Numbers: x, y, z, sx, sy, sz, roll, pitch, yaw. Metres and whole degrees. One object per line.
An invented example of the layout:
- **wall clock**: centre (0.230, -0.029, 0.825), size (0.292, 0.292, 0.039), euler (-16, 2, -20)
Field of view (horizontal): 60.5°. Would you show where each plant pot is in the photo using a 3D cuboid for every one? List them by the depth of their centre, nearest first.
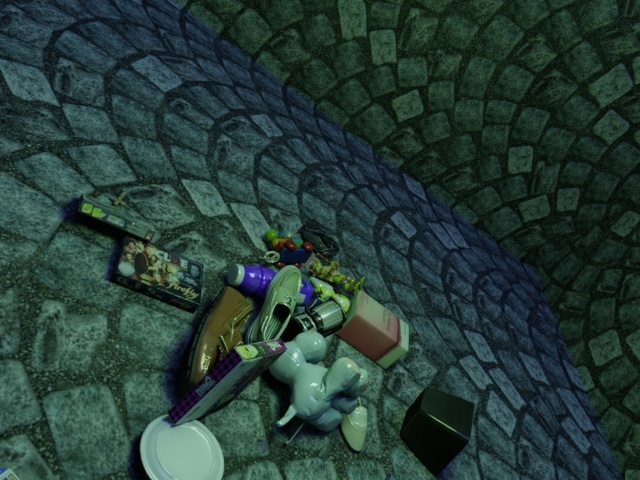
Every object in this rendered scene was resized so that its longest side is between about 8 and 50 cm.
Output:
- **plant pot**: centre (0.363, 0.588, 1.752), size (0.167, 0.188, 0.187), euler (32, 28, 7)

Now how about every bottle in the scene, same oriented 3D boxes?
- **bottle**: centre (-0.160, 0.139, 1.751), size (0.282, 0.092, 0.118), euler (19, 8, -38)

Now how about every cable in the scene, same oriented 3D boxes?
- **cable**: centre (0.000, 0.000, 2.199), size (0.184, 0.047, 0.150), euler (37, 20, 9)

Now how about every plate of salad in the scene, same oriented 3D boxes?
- **plate of salad**: centre (-0.301, 0.469, 1.191), size (0.199, 0.048, 0.200), euler (32, 27, -18)

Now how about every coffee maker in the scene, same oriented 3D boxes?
- **coffee maker**: centre (-0.025, 0.277, 1.716), size (0.178, 0.171, 0.120), euler (-21, 45, -37)

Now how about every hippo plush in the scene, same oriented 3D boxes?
- **hippo plush**: centre (-0.038, 0.391, 1.529), size (0.294, 0.234, 0.236), euler (-32, 50, -19)

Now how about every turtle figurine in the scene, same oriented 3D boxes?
- **turtle figurine**: centre (0.043, 0.130, 2.024), size (0.217, 0.087, 0.269), euler (26, 7, 15)

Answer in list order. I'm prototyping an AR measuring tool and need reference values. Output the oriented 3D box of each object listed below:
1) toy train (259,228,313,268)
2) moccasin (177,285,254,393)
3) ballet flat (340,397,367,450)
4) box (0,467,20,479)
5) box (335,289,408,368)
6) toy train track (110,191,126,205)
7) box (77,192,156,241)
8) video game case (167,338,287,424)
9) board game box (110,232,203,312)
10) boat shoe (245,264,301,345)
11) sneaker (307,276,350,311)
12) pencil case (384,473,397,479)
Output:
- **toy train**: centre (-0.154, 0.015, 1.941), size (0.248, 0.105, 0.143), euler (5, 36, -48)
- **moccasin**: centre (-0.261, 0.267, 1.441), size (0.147, 0.139, 0.380), euler (30, 21, -5)
- **ballet flat**: centre (0.095, 0.492, 1.627), size (0.086, 0.086, 0.248), euler (22, 36, -34)
- **box**: centre (-0.537, 0.457, 0.936), size (0.136, 0.028, 0.081), euler (44, 29, 7)
- **box**: centre (0.184, 0.312, 1.931), size (0.232, 0.127, 0.149), euler (36, 29, -12)
- **toy train track**: centre (-0.601, -0.122, 1.644), size (0.048, 0.014, 0.083), euler (27, 26, -14)
- **box**: centre (-0.567, -0.063, 1.530), size (0.207, 0.036, 0.114), euler (27, 2, -28)
- **video game case**: centre (-0.209, 0.322, 1.270), size (0.042, 0.232, 0.210), euler (50, 16, 19)
- **board game box**: centre (-0.446, 0.089, 1.524), size (0.243, 0.042, 0.165), euler (27, 32, -27)
- **boat shoe**: centre (-0.116, 0.199, 1.628), size (0.109, 0.094, 0.302), euler (44, 52, -26)
- **sneaker**: centre (0.001, 0.213, 1.888), size (0.091, 0.126, 0.240), euler (25, 3, -31)
- **pencil case**: centre (0.224, 0.719, 1.504), size (0.152, 0.064, 0.070), euler (46, 13, 5)
